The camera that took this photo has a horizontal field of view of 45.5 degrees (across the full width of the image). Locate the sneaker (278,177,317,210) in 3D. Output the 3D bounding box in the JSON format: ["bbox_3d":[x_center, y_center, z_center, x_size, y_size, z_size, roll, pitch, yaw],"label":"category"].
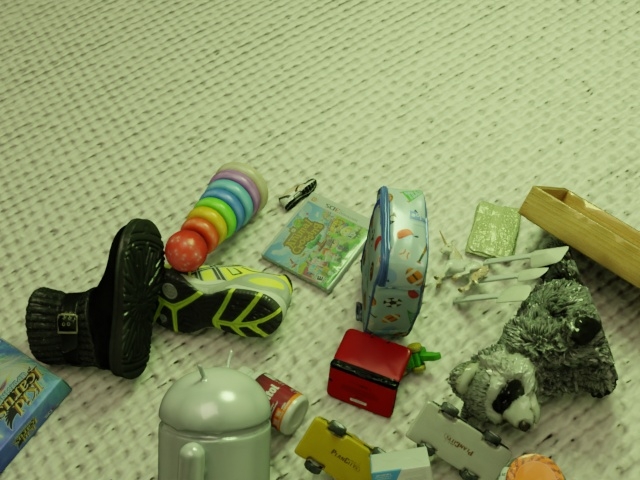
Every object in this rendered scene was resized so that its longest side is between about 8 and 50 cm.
[{"bbox_3d":[-0.056,-0.120,1.849,0.109,0.040,0.043,-37,56,-17],"label":"sneaker"}]

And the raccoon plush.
[{"bbox_3d":[0.397,0.194,1.524,0.299,0.216,0.446,-18,22,14],"label":"raccoon plush"}]

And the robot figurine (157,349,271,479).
[{"bbox_3d":[-0.189,0.381,1.365,0.199,0.300,0.354,2,95,7],"label":"robot figurine"}]

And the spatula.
[{"bbox_3d":[0.382,0.075,1.561,0.019,0.242,0.168,48,66,-12],"label":"spatula"}]

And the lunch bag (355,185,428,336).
[{"bbox_3d":[0.142,0.046,1.552,0.114,0.303,0.243,3,56,-5],"label":"lunch bag"}]

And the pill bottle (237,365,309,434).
[{"bbox_3d":[-0.106,0.315,1.524,0.152,0.086,0.086,26,63,24],"label":"pill bottle"}]

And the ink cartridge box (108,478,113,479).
[{"bbox_3d":[-0.448,0.571,1.387,0.208,0.045,0.206,-22,74,-8],"label":"ink cartridge box"}]

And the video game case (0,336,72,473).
[{"bbox_3d":[-0.707,0.352,1.607,0.244,0.061,0.270,25,62,23],"label":"video game case"}]

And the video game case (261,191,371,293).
[{"bbox_3d":[0.000,0.000,1.766,0.193,0.023,0.212,27,63,25],"label":"video game case"}]

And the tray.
[{"bbox_3d":[0.621,0.022,1.554,0.411,0.202,0.076,38,112,29],"label":"tray"}]

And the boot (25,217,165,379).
[{"bbox_3d":[-0.482,0.111,1.606,0.260,0.131,0.348,10,90,23],"label":"boot"}]

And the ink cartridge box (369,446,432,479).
[{"bbox_3d":[0.151,0.467,1.357,0.104,0.181,0.061,-8,17,3],"label":"ink cartridge box"}]

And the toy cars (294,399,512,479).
[{"bbox_3d":[0.152,0.386,1.427,0.393,0.087,0.177,-9,93,2],"label":"toy cars"}]

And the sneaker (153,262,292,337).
[{"bbox_3d":[-0.240,0.117,1.677,0.384,0.145,0.147,11,28,18],"label":"sneaker"}]

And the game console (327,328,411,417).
[{"bbox_3d":[0.097,0.266,1.532,0.144,0.124,0.085,17,30,20],"label":"game console"}]

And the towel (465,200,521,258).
[{"bbox_3d":[0.393,-0.022,1.718,0.110,0.027,0.148,12,58,16],"label":"towel"}]

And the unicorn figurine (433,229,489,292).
[{"bbox_3d":[0.295,0.058,1.656,0.161,0.060,0.111,25,53,36],"label":"unicorn figurine"}]

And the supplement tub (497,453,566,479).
[{"bbox_3d":[0.357,0.439,1.300,0.116,0.190,0.117,-5,54,6],"label":"supplement tub"}]

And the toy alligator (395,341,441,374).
[{"bbox_3d":[0.152,0.243,1.560,0.189,0.056,0.051,-12,12,12],"label":"toy alligator"}]

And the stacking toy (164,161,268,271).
[{"bbox_3d":[-0.244,-0.042,1.703,0.141,0.141,0.330,13,38,17],"label":"stacking toy"}]
